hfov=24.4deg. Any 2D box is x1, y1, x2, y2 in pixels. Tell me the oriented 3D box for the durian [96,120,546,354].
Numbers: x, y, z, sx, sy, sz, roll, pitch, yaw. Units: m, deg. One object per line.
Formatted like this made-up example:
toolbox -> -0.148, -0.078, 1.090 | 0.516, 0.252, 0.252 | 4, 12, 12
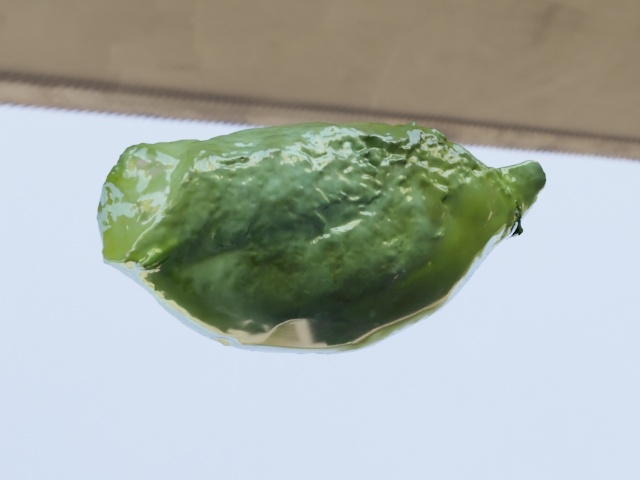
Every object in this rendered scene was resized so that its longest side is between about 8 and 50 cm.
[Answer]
durian -> 0.000, 0.000, 0.821 | 0.250, 0.101, 0.139 | 5, -42, -23
